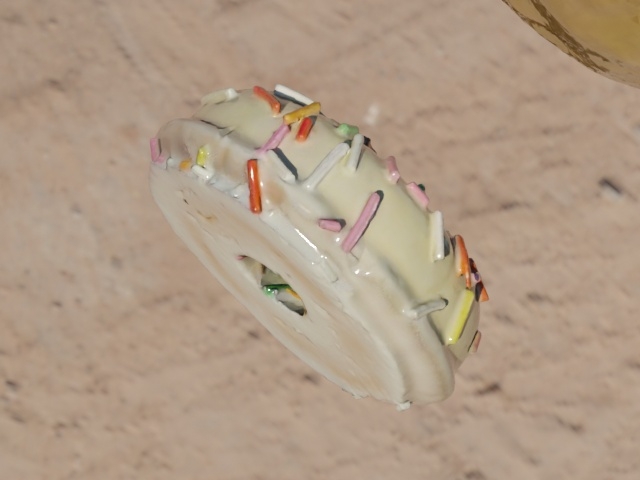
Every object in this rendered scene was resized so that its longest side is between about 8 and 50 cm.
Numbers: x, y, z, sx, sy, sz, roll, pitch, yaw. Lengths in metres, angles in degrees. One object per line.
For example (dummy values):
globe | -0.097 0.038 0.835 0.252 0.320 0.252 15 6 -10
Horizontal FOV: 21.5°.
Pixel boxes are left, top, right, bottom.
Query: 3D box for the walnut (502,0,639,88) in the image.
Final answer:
walnut | 0.222 -0.221 0.795 0.384 0.383 0.383 8 60 -15

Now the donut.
donut | 0.000 0.000 1.606 0.382 0.382 0.142 41 75 6
